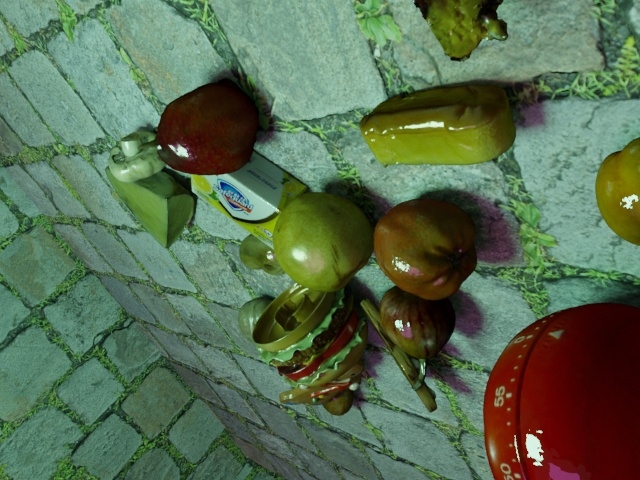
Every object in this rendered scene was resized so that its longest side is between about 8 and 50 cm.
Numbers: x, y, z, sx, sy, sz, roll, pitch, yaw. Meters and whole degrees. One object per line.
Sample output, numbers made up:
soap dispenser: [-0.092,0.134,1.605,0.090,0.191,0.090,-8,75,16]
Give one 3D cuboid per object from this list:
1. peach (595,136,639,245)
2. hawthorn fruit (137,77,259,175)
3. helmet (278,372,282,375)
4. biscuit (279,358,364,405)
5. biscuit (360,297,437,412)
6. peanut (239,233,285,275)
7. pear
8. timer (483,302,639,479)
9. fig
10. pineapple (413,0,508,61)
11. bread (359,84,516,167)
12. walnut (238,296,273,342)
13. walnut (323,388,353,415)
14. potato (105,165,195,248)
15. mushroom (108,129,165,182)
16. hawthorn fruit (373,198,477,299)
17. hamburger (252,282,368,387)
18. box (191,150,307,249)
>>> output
peach: [0.407,-0.063,0.694,0.138,0.138,0.138,29,147,21]
hawthorn fruit: [-0.240,-0.220,1.143,0.189,0.251,0.190,29,127,48]
helmet: [-0.021,0.325,1.644,0.198,0.154,0.253,-28,150,22]
biscuit: [0.015,0.405,1.606,0.205,0.049,0.324,11,140,-31]
biscuit: [0.187,0.257,1.348,0.340,0.047,0.216,58,177,-29]
peanut: [-0.133,0.031,1.443,0.120,0.110,0.236,35,156,-24]
pear: [0.000,0.000,1.159,0.208,0.209,0.209,29,147,21]
timer: [0.435,0.283,0.852,0.378,0.378,0.279,46,152,-7]
fig: [0.213,0.178,1.189,0.202,0.148,0.149,52,141,-1]
pineapple: [0.138,-0.363,0.639,0.161,0.158,0.334,-34,112,19]
bread: [0.168,-0.173,0.853,0.245,0.102,0.094,8,142,46]
walnut: [-0.179,0.247,1.748,0.140,0.140,0.162,23,156,28]
walnut: [0.053,0.504,1.845,0.115,0.116,0.207,30,155,20]
potato: [-0.483,-0.146,1.618,0.255,0.112,0.269,41,147,8]
mushroom: [-0.473,-0.219,1.468,0.154,0.154,0.123,24,151,27]
hawthorn fruit: [0.179,0.012,1.005,0.189,0.189,0.189,29,147,21]
hamburger: [-0.010,0.235,1.413,0.212,0.274,0.274,50,149,-20]
box: [-0.169,-0.117,1.304,0.265,0.097,0.168,35,150,11]
